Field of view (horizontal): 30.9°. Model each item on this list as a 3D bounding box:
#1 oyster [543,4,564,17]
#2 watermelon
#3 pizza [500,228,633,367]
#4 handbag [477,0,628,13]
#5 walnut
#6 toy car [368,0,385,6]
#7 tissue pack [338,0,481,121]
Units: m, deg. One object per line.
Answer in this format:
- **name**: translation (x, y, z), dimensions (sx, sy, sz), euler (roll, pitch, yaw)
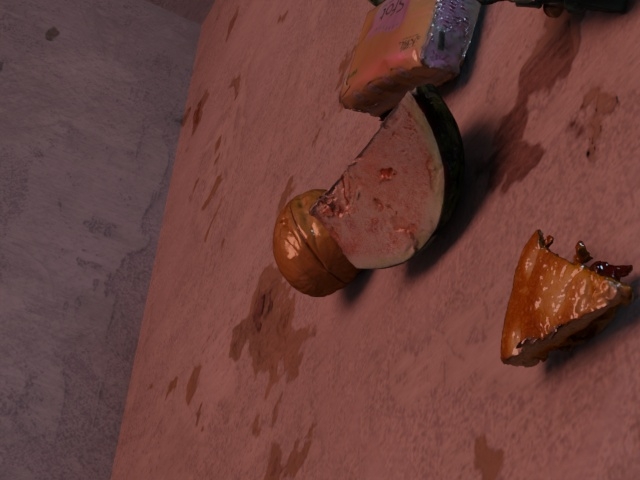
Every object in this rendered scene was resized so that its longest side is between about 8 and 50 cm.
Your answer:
- **oyster**: translation (0.331, -0.454, 1.607), dimensions (0.221, 0.096, 0.361), euler (145, 145, -71)
- **watermelon**: translation (0.118, -0.102, 1.670), dimensions (0.305, 0.180, 0.224), euler (-53, 35, 45)
- **pizza**: translation (0.271, 0.063, 1.233), dimensions (0.194, 0.069, 0.154), euler (-10, 61, 62)
- **handbag**: translation (0.289, -0.431, 1.467), dimensions (0.269, 0.100, 0.274), euler (18, 82, 33)
- **walnut**: translation (0.000, 0.000, 1.940), dimensions (0.165, 0.165, 0.197), euler (-57, 24, 32)
- **toy car**: translation (0.191, -0.499, 1.993), dimensions (0.306, 0.136, 0.125), euler (-52, 35, 38)
- **tissue pack**: translation (0.156, -0.325, 1.912), dimensions (0.257, 0.123, 0.215), euler (-19, 50, 58)
